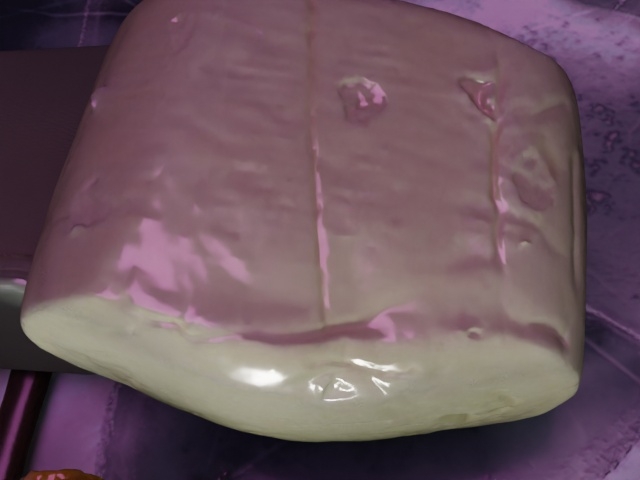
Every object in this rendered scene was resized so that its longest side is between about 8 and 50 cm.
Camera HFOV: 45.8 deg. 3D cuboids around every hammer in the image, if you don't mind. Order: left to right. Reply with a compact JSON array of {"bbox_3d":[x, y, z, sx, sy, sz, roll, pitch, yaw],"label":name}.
[{"bbox_3d":[-0.332,0.270,0.777,0.168,0.044,0.439,3,64,11],"label":"hammer"}]

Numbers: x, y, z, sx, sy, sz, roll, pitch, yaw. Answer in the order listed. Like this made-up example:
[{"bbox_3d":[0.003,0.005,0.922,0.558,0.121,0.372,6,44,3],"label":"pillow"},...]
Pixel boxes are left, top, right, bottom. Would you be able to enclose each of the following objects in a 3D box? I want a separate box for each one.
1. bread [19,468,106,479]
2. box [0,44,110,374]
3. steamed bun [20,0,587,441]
[{"bbox_3d":[-0.264,0.371,0.577,0.183,0.236,0.388,-23,39,43],"label":"bread"},{"bbox_3d":[-0.363,-0.044,0.840,0.352,0.177,0.343,0,52,13],"label":"box"},{"bbox_3d":[0.000,0.000,0.698,0.456,0.290,0.371,10,66,-5],"label":"steamed bun"}]
